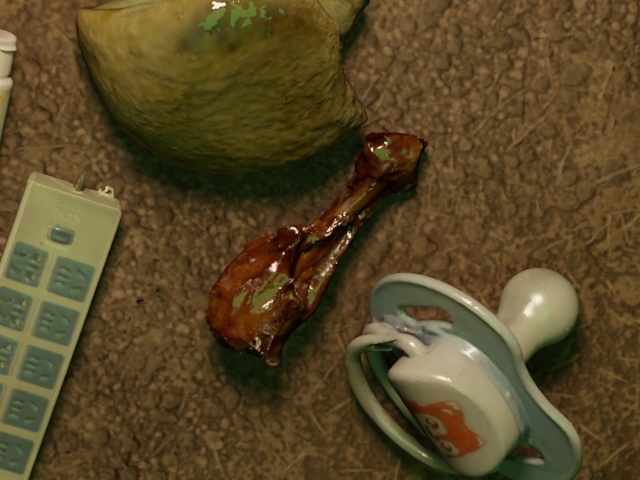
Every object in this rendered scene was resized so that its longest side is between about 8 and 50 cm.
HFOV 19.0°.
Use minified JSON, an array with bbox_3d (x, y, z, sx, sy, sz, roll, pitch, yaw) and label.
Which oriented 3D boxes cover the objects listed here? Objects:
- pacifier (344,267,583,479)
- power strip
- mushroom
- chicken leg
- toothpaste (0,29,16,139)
[{"bbox_3d":[0.181,0.119,2.028,0.233,0.244,0.299,-44,115,-24],"label":"pacifier"},{"bbox_3d":[-0.308,0.091,2.020,0.106,0.043,0.367,18,105,-12],"label":"power strip"},{"bbox_3d":[-0.073,-0.163,1.888,0.292,0.212,0.217,-18,101,-7],"label":"mushroom"},{"bbox_3d":[0.000,0.000,2.009,0.304,0.093,0.113,-46,125,1],"label":"chicken leg"},{"bbox_3d":[-0.364,-0.064,1.960,0.056,0.058,0.314,-8,122,-50],"label":"toothpaste"}]
